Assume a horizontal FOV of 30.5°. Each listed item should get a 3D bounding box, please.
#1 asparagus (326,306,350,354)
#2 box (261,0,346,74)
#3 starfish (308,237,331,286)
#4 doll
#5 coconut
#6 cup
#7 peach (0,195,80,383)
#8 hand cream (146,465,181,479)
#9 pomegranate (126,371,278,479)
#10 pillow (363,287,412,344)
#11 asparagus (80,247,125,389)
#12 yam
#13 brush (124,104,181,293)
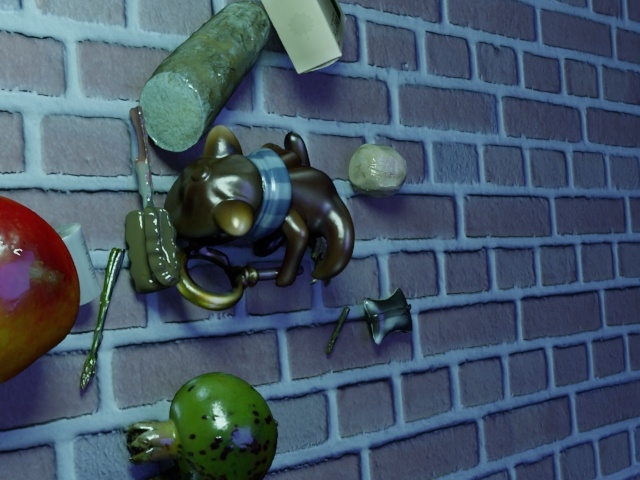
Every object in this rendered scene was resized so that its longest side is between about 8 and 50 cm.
[{"bbox_3d":[0.032,0.175,2.253,0.015,0.014,0.114,70,36,-49],"label":"asparagus"},{"bbox_3d":[-0.028,-0.420,2.129,0.212,0.095,0.168,-84,151,-61],"label":"box"},{"bbox_3d":[-0.002,0.000,2.183,0.223,0.050,0.217,-68,150,-56],"label":"starfish"},{"bbox_3d":[-0.108,-0.045,1.981,0.339,0.209,0.318,6,66,-48],"label":"doll"},{"bbox_3d":[0.118,-0.134,2.325,0.124,0.110,0.110,8,79,-43],"label":"coconut"},{"bbox_3d":[-0.372,0.030,1.760,0.104,0.074,0.116,-75,149,-66],"label":"cup"},{"bbox_3d":[-0.458,0.048,1.565,0.275,0.245,0.249,52,20,-18],"label":"peach"},{"bbox_3d":[-0.268,0.407,1.855,0.163,0.039,0.062,-18,84,-51],"label":"hand cream"},{"bbox_3d":[-0.184,0.313,1.869,0.247,0.202,0.202,-7,91,-20],"label":"pomegranate"},{"bbox_3d":[0.136,0.151,2.352,0.135,0.055,0.091,-15,115,-48],"label":"pillow"},{"bbox_3d":[-0.338,0.120,1.817,0.023,0.022,0.233,52,45,-61],"label":"asparagus"},{"bbox_3d":[-0.181,-0.293,1.969,0.133,0.133,0.330,59,43,-27],"label":"yam"},{"bbox_3d":[-0.275,-0.068,1.878,0.071,0.084,0.301,0,80,-49],"label":"brush"}]
